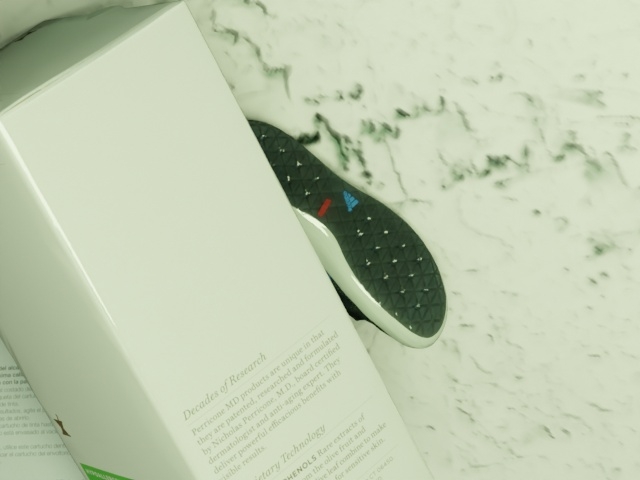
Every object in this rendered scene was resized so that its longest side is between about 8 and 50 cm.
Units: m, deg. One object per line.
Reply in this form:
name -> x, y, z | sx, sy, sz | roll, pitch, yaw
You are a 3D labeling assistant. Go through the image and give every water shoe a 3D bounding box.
water shoe -> 0.000, 0.000, 1.238 | 0.203, 0.073, 0.080 | 44, 143, -6

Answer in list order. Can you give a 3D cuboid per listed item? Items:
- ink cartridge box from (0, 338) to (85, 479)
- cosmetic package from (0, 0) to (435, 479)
ink cartridge box -> -0.274, 0.182, 1.373 | 0.324, 0.071, 0.330 | -4, 80, 21
cosmetic package -> -0.103, 0.042, 1.175 | 0.197, 0.155, 0.365 | 0, 124, 57
